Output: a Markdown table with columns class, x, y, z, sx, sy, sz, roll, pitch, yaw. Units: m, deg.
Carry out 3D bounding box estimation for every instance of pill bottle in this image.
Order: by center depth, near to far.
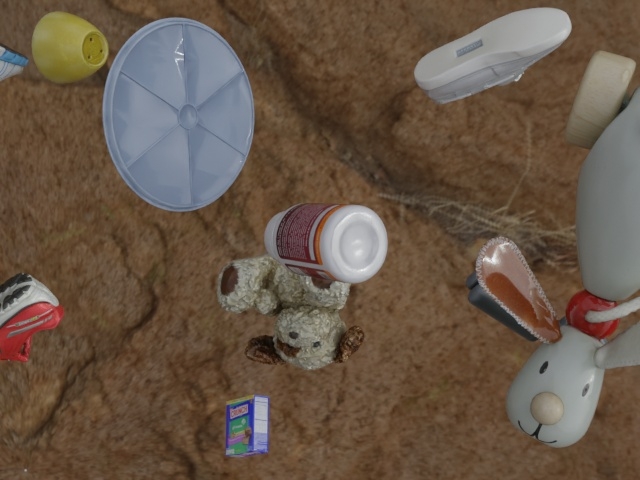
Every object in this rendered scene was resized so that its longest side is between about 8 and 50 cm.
| class | x | y | z | sx | sy | sz | roll | pitch | yaw |
| --- | --- | --- | --- | --- | --- | --- | --- | --- | --- |
| pill bottle | 0.000 | 0.000 | 0.956 | 0.086 | 0.152 | 0.086 | -3 | 95 | -33 |

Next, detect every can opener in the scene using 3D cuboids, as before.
| class | x | y | z | sx | sy | sz | roll | pitch | yaw |
| --- | --- | --- | --- | --- | --- | --- | --- | --- | --- |
| can opener | 0.381 | 0.131 | 1.490 | 0.280 | 0.093 | 0.074 | 28 | 33 | -18 |

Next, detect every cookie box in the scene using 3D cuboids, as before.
| class | x | y | z | sx | sy | sz | roll | pitch | yaw |
| --- | --- | --- | --- | --- | --- | --- | --- | --- | --- |
| cookie box | -0.142 | 0.358 | 1.623 | 0.040 | 0.092 | 0.107 | 18 | 62 | -38 |

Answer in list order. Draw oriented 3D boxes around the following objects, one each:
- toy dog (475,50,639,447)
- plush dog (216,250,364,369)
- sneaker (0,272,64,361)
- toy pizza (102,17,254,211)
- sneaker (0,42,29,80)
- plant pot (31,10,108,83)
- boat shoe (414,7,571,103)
| class | x | y | z | sx | sy | sz | roll | pitch | yaw |
| --- | --- | --- | --- | --- | --- | --- | --- | --- | --- |
| toy dog | 0.238 | 0.007 | 0.657 | 0.220 | 0.161 | 0.333 | 0 | 88 | 22 |
| plush dog | -0.034 | 0.130 | 1.558 | 0.262 | 0.210 | 0.225 | -6 | 95 | 21 |
| sneaker | -0.541 | 0.171 | 1.390 | 0.118 | 0.279 | 0.107 | 48 | 19 | -30 |
| toy pizza | -0.149 | -0.131 | 0.889 | 0.201 | 0.032 | 0.201 | -10 | 103 | -48 |
| sneaker | -0.400 | -0.193 | 0.956 | 0.071 | 0.190 | 0.083 | 24 | 99 | 2 |
| plant pot | -0.454 | -0.359 | 1.575 | 0.095 | 0.134 | 0.134 | 10 | 65 | 30 |
| boat shoe | 0.202 | -0.205 | 0.970 | 0.063 | 0.184 | 0.066 | 44 | 31 | -45 |
